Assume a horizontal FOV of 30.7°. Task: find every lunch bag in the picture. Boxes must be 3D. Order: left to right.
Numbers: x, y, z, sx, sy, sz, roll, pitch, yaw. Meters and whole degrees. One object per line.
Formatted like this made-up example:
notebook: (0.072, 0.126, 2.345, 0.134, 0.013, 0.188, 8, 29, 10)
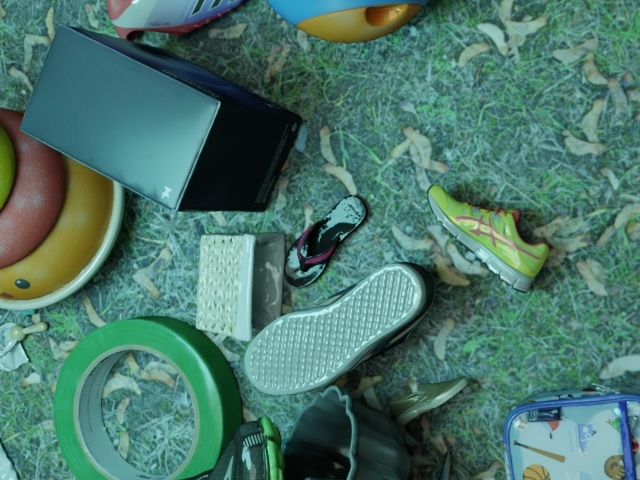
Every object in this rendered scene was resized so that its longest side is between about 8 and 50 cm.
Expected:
lunch bag: (0.389, 0.346, 1.629, 0.243, 0.115, 0.304, -7, 90, 20)

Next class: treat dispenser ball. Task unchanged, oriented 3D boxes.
treat dispenser ball: (0.040, -0.425, 1.647, 0.288, 0.288, 0.288, 1, 92, 22)

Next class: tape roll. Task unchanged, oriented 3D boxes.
tape roll: (-0.287, 0.286, 1.925, 0.321, 0.077, 0.321, 1, 92, 22)

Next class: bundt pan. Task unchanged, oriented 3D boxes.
bundt pan: (0.029, 0.386, 1.692, 0.124, 0.331, 0.331, 20, 102, -17)

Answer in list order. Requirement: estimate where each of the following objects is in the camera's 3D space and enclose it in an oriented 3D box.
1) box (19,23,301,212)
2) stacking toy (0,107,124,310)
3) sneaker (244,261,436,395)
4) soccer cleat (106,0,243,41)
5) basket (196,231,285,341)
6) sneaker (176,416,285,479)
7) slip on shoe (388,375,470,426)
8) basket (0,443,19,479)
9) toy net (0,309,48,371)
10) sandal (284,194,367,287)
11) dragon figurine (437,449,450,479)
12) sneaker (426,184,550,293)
box: (-0.232, -0.179, 1.767, 0.296, 0.294, 0.183, 27, 102, 19)
stacking toy: (-0.555, -0.096, 1.786, 0.350, 0.480, 0.351, -5, 76, 20)
sneaker: (0.040, 0.137, 1.757, 0.321, 0.127, 0.126, -29, 80, 23)
soccer cleat: (-0.197, -0.387, 1.860, 0.318, 0.108, 0.116, -4, 111, 21)
basket: (-0.127, 0.068, 1.831, 0.103, 0.113, 0.167, 5, 94, 24)
sneaker: (-0.206, 0.446, 1.767, 0.483, 0.202, 0.185, -54, 29, 29)
slip on shoe: (0.161, 0.233, 1.753, 0.135, 0.051, 0.041, -34, 82, 28)
basket: (-0.685, 0.519, 1.971, 0.266, 0.331, 0.328, -34, 79, 26)
toy net: (-0.529, 0.125, 2.035, 0.122, 0.045, 0.232, 37, 105, 17)
sandal: (0.000, 0.000, 1.813, 0.067, 0.040, 0.179, 46, 107, 15)
dragon figurine: (0.115, 0.453, 1.758, 0.144, 0.085, 0.289, 10, 97, 21)
sneaker: (0.246, -0.021, 1.698, 0.208, 0.081, 0.094, 41, 99, 9)
